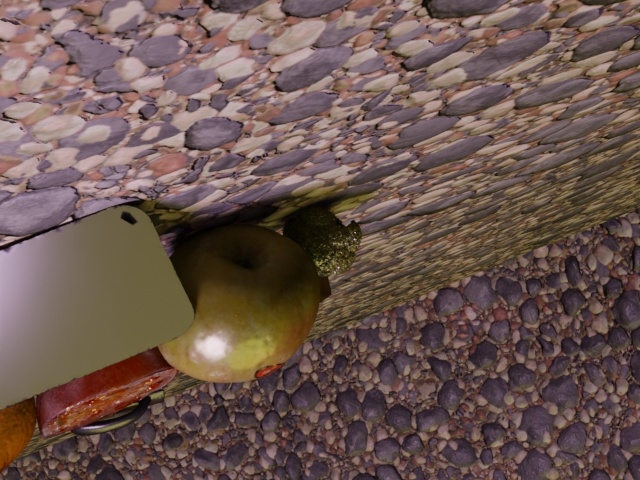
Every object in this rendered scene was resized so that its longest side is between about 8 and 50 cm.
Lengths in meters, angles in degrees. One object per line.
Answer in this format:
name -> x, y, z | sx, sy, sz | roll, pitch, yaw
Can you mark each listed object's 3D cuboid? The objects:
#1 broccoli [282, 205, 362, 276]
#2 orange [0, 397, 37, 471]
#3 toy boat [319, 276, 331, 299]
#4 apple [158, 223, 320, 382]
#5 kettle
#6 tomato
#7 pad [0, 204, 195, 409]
broccoli -> 0.000, 0.000, 1.592 | 0.120, 0.130, 0.131 | -71, -179, -49
orange -> -0.559, 0.251, 1.423 | 0.264, 0.264, 0.264 | -20, 169, -4
toy boat -> -0.058, 0.101, 2.028 | 0.121, 0.089, 0.321 | -17, 172, 10
apple -> -0.129, 0.090, 1.450 | 0.261, 0.261, 0.194 | -15, 134, -27
kettle -> -0.484, 0.356, 2.232 | 0.232, 0.202, 0.144 | -16, 139, -17
tomato -> -0.459, 0.280, 2.016 | 0.338, 0.143, 0.338 | -25, 170, -5
pad -> -0.365, 0.112, 1.296 | 0.375, 0.063, 0.315 | -21, 129, -5
